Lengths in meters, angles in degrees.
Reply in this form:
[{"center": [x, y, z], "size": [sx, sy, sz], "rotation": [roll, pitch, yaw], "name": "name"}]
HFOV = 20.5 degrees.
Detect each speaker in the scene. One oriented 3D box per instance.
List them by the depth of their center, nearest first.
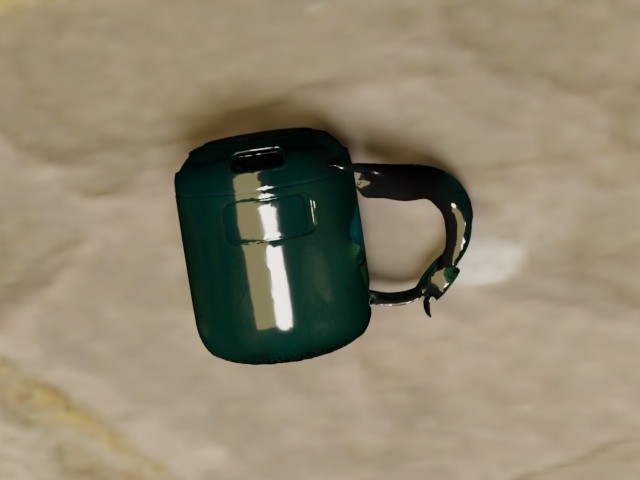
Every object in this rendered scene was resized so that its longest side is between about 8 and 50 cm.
[{"center": [0.001, 0.001, 0.584], "size": [0.094, 0.060, 0.075], "rotation": [-6, 99, 22], "name": "speaker"}]
